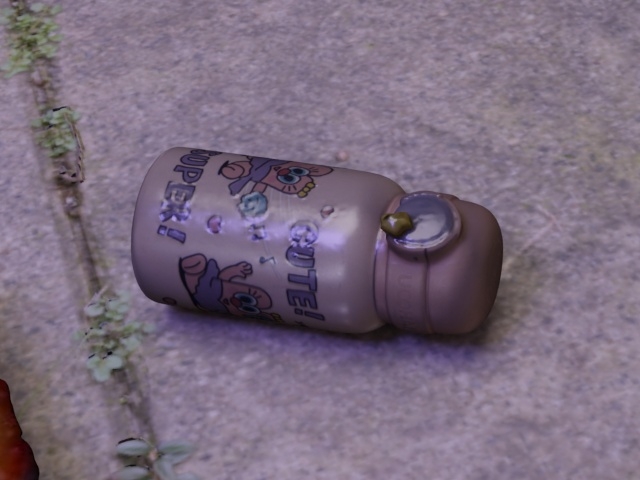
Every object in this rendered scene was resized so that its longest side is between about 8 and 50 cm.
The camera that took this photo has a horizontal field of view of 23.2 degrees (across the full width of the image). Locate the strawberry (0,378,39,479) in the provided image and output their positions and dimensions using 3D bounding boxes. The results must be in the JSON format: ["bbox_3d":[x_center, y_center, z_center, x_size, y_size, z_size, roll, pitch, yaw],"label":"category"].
[{"bbox_3d":[-0.296,0.120,0.813,0.253,0.150,0.280,-3,36,-24],"label":"strawberry"}]

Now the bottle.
[{"bbox_3d":[0.000,0.000,0.907,0.209,0.110,0.097,7,63,19],"label":"bottle"}]
